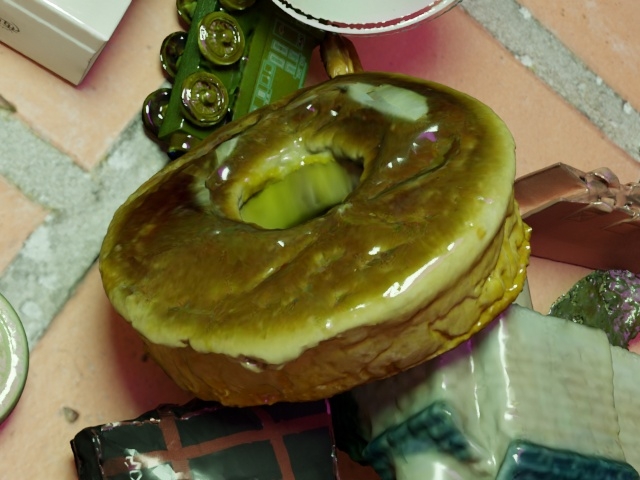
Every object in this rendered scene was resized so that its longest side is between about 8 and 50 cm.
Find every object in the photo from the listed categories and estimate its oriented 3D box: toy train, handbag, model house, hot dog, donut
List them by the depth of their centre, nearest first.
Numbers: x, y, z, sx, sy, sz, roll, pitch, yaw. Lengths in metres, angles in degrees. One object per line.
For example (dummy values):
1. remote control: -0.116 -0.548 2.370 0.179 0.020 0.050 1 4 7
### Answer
1. donut: 0.000 0.000 0.890 0.330 0.330 0.160 -55 142 -30
2. handbag: -0.084 0.204 0.890 0.215 0.155 0.169 -10 75 -27
3. model house: 0.171 0.231 0.929 0.298 0.243 0.284 16 51 -29
4. toy train: -0.075 -0.160 1.049 0.137 0.090 0.225 25 69 -32
5. hot dog: 0.017 -0.172 1.088 0.049 0.037 0.122 50 14 -29
6. handbag: 0.285 -0.021 1.157 0.213 0.157 0.059 12 69 -25

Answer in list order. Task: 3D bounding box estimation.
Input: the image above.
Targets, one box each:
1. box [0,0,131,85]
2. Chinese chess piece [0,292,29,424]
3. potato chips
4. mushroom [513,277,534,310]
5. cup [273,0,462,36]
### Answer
1. box: -0.230 -0.299 0.993 0.194 0.111 0.260 31 61 -15
2. Chinese chess piece: -0.297 0.091 0.866 0.144 0.058 0.144 8 71 -25
3. potato chips: 0.277 0.117 1.181 0.209 0.026 0.142 -24 96 -23
4. mushroom: 0.123 -0.005 1.088 0.128 0.128 0.350 -27 91 -32
5. cup: 0.021 -0.355 1.028 0.253 0.253 0.274 14 29 -24
